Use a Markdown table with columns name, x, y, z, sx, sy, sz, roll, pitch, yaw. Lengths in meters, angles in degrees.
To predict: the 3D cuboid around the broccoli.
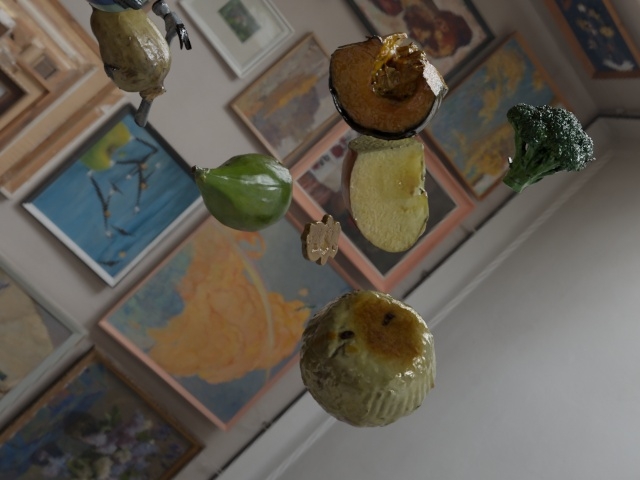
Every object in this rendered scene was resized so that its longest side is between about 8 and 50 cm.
| name | x | y | z | sx | sy | sz | roll | pitch | yaw |
| --- | --- | --- | --- | --- | --- | --- | --- | --- | --- |
| broccoli | 0.615 | -0.257 | 1.886 | 0.269 | 0.269 | 0.254 | -26 | 167 | 34 |

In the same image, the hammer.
| name | x | y | z | sx | sy | sz | roll | pitch | yaw |
| --- | --- | --- | --- | --- | --- | --- | --- | --- | --- |
| hammer | -0.488 | -0.497 | 1.965 | 0.044 | 0.152 | 0.427 | -29 | 166 | -42 |

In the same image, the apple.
| name | x | y | z | sx | sy | sz | roll | pitch | yaw |
| --- | --- | --- | --- | --- | --- | --- | --- | --- | --- |
| apple | 0.191 | -0.141 | 1.907 | 0.252 | 0.309 | 0.314 | 9 | -155 | 23 |

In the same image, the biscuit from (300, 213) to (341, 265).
| name | x | y | z | sx | sy | sz | roll | pitch | yaw |
| --- | --- | --- | --- | --- | --- | --- | --- | --- | --- |
| biscuit | -0.003 | -0.001 | 2.327 | 0.035 | 0.184 | 0.249 | 13 | -169 | 28 |

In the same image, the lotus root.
| name | x | y | z | sx | sy | sz | roll | pitch | yaw |
| --- | --- | --- | --- | --- | --- | --- | --- | --- | --- |
| lotus root | -0.431 | -0.433 | 1.512 | 0.154 | 0.257 | 0.140 | -45 | -151 | -27 |

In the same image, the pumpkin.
| name | x | y | z | sx | sy | sz | roll | pitch | yaw |
| --- | --- | --- | --- | --- | --- | --- | --- | --- | --- |
| pumpkin | 0.173 | -0.409 | 1.756 | 0.256 | 0.303 | 0.225 | -39 | -178 | 36 |

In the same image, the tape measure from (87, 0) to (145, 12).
| name | x | y | z | sx | sy | sz | roll | pitch | yaw |
| --- | --- | --- | --- | --- | --- | --- | --- | --- | --- |
| tape measure | -0.426 | -0.585 | 1.238 | 0.215 | 0.351 | 0.098 | -46 | 166 | 5 |

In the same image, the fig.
| name | x | y | z | sx | sy | sz | roll | pitch | yaw |
| --- | --- | --- | --- | --- | --- | --- | --- | --- | --- |
| fig | -0.230 | -0.146 | 1.789 | 0.233 | 0.314 | 0.233 | -35 | -133 | 48 |

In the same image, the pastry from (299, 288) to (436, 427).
| name | x | y | z | sx | sy | sz | roll | pitch | yaw |
| --- | --- | --- | --- | --- | --- | --- | --- | --- | --- |
| pastry | 0.121 | 0.331 | 1.826 | 0.313 | 0.388 | 0.388 | 109 | 5 | -46 |
